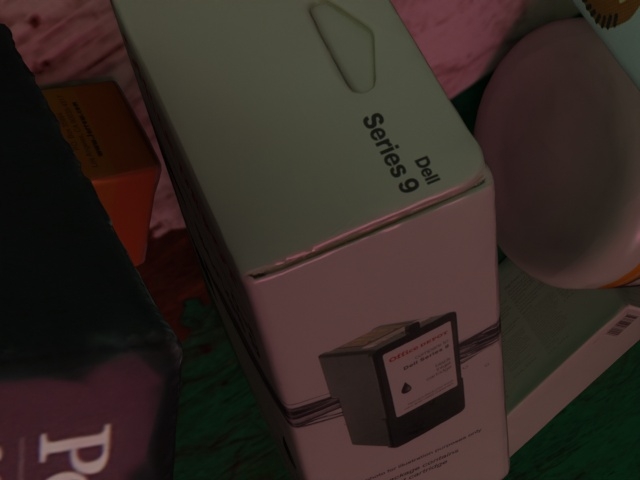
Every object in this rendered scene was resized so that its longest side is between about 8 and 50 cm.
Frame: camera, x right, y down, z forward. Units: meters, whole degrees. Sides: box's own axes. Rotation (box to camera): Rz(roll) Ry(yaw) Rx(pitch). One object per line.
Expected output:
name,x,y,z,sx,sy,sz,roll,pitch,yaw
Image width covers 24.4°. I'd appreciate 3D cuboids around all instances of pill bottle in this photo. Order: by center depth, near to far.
pill bottle,0.246,-0.054,0.933,0.278,0.162,0.162,-3,138,-35

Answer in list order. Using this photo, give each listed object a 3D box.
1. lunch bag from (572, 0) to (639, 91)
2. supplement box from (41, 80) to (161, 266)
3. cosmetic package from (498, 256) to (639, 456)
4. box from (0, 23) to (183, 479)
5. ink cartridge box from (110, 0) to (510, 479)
lunch bag,0.285,-0.199,0.627,0.385,0.327,0.239,-41,143,20
supplement box,-0.202,-0.017,0.729,0.233,0.080,0.078,-12,141,-27
cosmetic package,0.134,0.093,1.099,0.060,0.099,0.239,12,129,-48
box,-0.324,0.193,0.546,0.472,0.297,0.479,-6,118,-22
ink cartridge box,0.000,0.000,0.780,0.122,0.211,0.289,-23,145,-7
